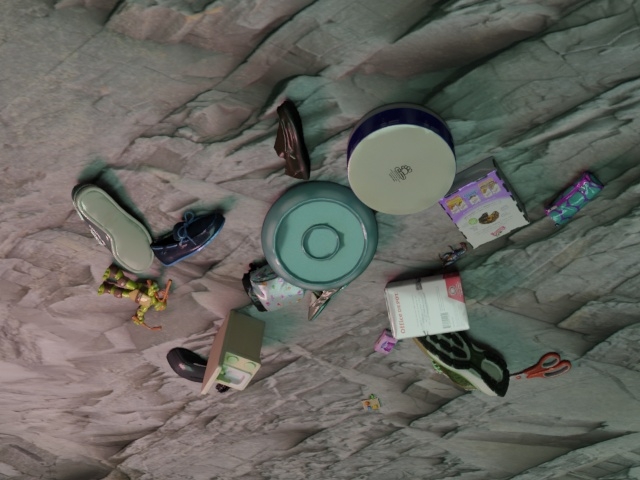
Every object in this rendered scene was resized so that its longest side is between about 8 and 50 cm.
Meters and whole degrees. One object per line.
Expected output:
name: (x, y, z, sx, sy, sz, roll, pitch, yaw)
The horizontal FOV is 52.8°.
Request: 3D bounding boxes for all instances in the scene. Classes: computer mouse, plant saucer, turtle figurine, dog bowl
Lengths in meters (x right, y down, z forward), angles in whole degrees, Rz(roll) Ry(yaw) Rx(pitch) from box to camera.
computer mouse: (-0.379, 0.432, 2.162, 0.262, 0.060, 0.184, 37, 124, -24)
plant saucer: (0.000, 0.000, 1.724, 0.318, 0.043, 0.317, -1, 112, -3)
turtle figurine: (-0.541, 0.151, 1.926, 0.217, 0.087, 0.269, 27, 136, -7)
dog bowl: (0.196, -0.194, 1.574, 0.265, 0.104, 0.264, 2, 130, 2)

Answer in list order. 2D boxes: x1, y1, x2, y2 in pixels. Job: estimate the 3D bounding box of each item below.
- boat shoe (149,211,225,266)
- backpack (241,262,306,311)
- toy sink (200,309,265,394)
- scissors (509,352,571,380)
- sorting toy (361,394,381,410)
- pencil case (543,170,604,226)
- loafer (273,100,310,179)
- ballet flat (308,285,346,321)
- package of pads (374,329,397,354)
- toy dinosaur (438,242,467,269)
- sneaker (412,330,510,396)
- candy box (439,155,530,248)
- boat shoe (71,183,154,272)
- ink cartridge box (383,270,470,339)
boat shoe: (-0.374, -0.008, 1.772, 0.258, 0.109, 0.089, -33, 117, 24)
backpack: (-0.118, 0.129, 1.859, 0.182, 0.115, 0.152, -20, 122, 16)
toy sink: (-0.262, 0.361, 1.983, 0.131, 0.234, 0.152, 23, 126, -14)
scissors: (0.672, 0.449, 2.121, 0.297, 0.021, 0.109, -32, 122, 25)
sorting toy: (0.174, 0.569, 2.263, 0.062, 0.012, 0.083, -10, 128, 13)
pencil case: (0.641, -0.106, 1.638, 0.070, 0.064, 0.151, 9, 134, -36)
loafer: (-0.079, -0.235, 1.577, 0.078, 0.080, 0.220, -6, 129, 9)
ballet flat: (0.012, 0.156, 1.913, 0.068, 0.072, 0.213, 44, 123, 4)
package of pads: (0.210, 0.321, 2.044, 0.050, 0.032, 0.083, 20, 128, -10)
toy dinosaur: (0.374, 0.039, 1.809, 0.082, 0.047, 0.090, -23, 158, 11)
sneaker: (0.397, 0.377, 2.019, 0.410, 0.158, 0.182, 38, 140, -19)
candy box: (0.417, -0.093, 1.663, 0.165, 0.070, 0.196, -28, 122, 24)
boat shoe: (-0.574, -0.037, 1.790, 0.099, 0.116, 0.319, 25, 154, 43)
ink cartridge box: (0.304, 0.186, 1.849, 0.218, 0.092, 0.158, -10, 96, 11)
